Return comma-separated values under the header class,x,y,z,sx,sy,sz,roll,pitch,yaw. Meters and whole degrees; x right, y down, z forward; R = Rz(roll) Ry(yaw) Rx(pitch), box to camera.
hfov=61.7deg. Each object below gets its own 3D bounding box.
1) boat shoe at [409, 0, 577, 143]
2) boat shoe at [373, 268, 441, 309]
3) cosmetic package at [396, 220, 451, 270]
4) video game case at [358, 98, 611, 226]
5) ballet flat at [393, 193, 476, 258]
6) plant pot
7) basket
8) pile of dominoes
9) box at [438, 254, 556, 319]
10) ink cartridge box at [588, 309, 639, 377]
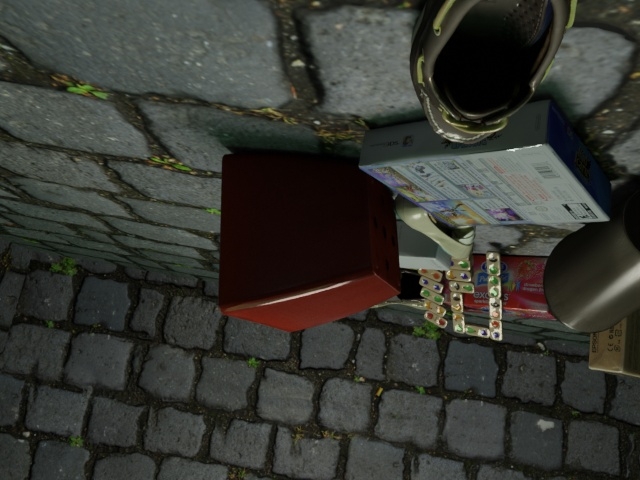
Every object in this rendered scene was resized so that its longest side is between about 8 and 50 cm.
class,x,y,z,sx,sy,sz,roll,pitch,yaw
boat shoe,0.132,-0.150,0.448,0.117,0.096,0.324,8,167,7
boat shoe,0.214,0.131,1.618,0.356,0.132,0.130,2,158,-2
cosmetic package,0.161,0.010,1.168,0.231,0.085,0.117,4,167,30
video game case,0.229,-0.088,0.728,0.244,0.061,0.270,-2,163,41
ballet flat,0.231,-0.030,0.963,0.086,0.086,0.248,-3,162,45
plant pot,0.000,0.000,0.915,0.236,0.267,0.267,-9,161,20
basket,0.464,0.022,0.811,0.154,0.204,0.227,32,161,12
pile of dominoes,0.314,0.119,1.235,0.196,0.251,0.040,5,-152,32
box,0.430,0.110,1.292,0.257,0.128,0.123,2,165,34
ink cartridge box,0.691,0.182,1.167,0.193,0.234,0.088,16,166,-23
